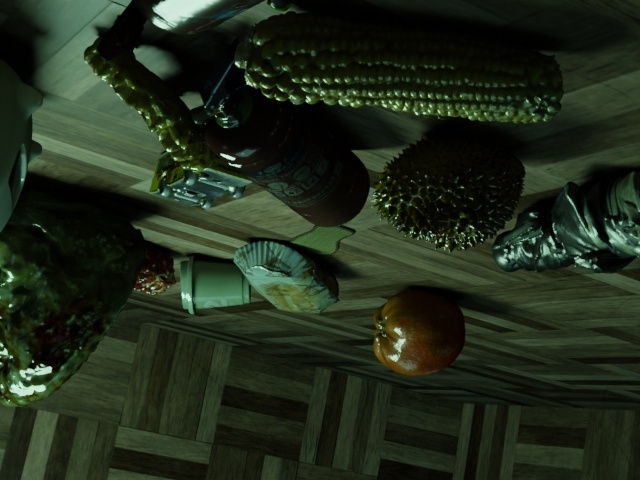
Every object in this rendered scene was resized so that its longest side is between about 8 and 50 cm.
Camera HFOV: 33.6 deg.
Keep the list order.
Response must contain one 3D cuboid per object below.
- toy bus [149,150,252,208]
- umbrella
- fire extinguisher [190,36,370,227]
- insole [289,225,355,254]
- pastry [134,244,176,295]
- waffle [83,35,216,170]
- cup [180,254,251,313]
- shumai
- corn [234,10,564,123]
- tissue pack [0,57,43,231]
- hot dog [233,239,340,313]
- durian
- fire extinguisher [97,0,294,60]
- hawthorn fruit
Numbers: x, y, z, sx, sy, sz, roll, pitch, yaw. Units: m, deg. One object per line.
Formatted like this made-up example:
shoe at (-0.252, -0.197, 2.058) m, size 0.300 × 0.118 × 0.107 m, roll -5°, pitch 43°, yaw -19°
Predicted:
toy bus at (-0.154, -0.090, 1.400) m, size 0.081 × 0.074 × 0.226 m, roll 17°, pitch 166°, yaw -22°
umbrella at (0.308, -0.007, 1.306) m, size 0.106 × 0.113 × 0.358 m, roll -8°, pitch 175°, yaw -22°
fire extinguisher at (-0.039, -0.119, 1.161) m, size 0.138 × 0.102 × 0.344 m, roll -28°, pitch 153°, yaw 14°
insole at (0.000, 0.000, 1.815) m, size 0.086 × 0.005 × 0.253 m, roll 12°, pitch 167°, yaw -10°
pastry at (-0.383, 0.045, 2.125) m, size 0.115 × 0.097 × 0.208 m, roll -14°, pitch 153°, yaw 38°
waffle at (-0.174, -0.145, 1.150) m, size 0.149 × 0.051 × 0.194 m, roll 51°, pitch -177°, yaw 12°
cup at (-0.211, 0.089, 2.153) m, size 0.141 × 0.120 × 0.120 m, roll -1°, pitch 168°, yaw -4°
shumai at (-0.524, 0.055, 1.809) m, size 0.348 × 0.395 × 0.395 m, roll 42°, pitch 153°, yaw -27°
corn at (0.069, -0.151, 0.940) m, size 0.288 × 0.086 × 0.086 m, roll 8°, pitch 167°, yaw 3°
tissue pack at (-0.451, -0.105, 1.222) m, size 0.236 × 0.229 × 0.333 m, roll 13°, pitch 166°, yaw -12°
hot dog at (-0.060, 0.066, 1.991) m, size 0.162 × 0.082 × 0.270 m, roll 0°, pitch 158°, yaw 19°
durian at (0.151, -0.055, 1.202) m, size 0.168 × 0.137 × 0.158 m, roll -12°, pitch 178°, yaw 27°
fire extinguisher at (-0.061, -0.200, 0.739) m, size 0.105 × 0.141 × 0.341 m, roll 46°, pitch 152°, yaw -21°
hawthorn fruit at (0.193, 0.178, 2.077) m, size 0.189 × 0.189 × 0.189 m, roll 10°, pitch 167°, yaw 2°
